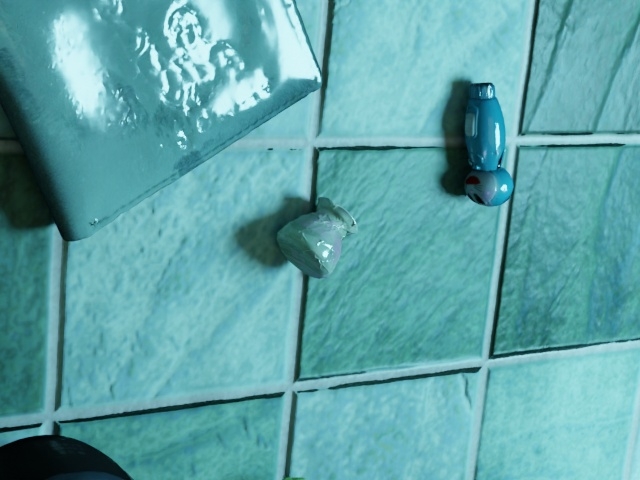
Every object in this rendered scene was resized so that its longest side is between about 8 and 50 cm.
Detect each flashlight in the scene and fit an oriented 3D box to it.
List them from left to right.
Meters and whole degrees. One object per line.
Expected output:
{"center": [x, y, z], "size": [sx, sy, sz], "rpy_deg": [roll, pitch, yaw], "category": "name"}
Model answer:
{"center": [0.170, -0.098, 1.316], "size": [0.051, 0.051, 0.129], "rpy_deg": [-12, 105, -29], "category": "flashlight"}

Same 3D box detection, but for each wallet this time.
{"center": [-0.148, -0.170, 1.091], "size": [0.290, 0.054, 0.251], "rpy_deg": [-35, 124, -24], "category": "wallet"}

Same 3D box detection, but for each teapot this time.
{"center": [0.000, 0.000, 1.236], "size": [0.064, 0.064, 0.083], "rpy_deg": [-48, 156, -19], "category": "teapot"}

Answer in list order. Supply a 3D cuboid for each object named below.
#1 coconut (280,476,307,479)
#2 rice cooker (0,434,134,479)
{"center": [-0.030, 0.282, 1.290], "size": [0.083, 0.081, 0.082], "rpy_deg": [-13, 70, -33], "category": "coconut"}
{"center": [-0.230, 0.300, 1.081], "size": [0.267, 0.224, 0.267], "rpy_deg": [-11, 112, -28], "category": "rice cooker"}
